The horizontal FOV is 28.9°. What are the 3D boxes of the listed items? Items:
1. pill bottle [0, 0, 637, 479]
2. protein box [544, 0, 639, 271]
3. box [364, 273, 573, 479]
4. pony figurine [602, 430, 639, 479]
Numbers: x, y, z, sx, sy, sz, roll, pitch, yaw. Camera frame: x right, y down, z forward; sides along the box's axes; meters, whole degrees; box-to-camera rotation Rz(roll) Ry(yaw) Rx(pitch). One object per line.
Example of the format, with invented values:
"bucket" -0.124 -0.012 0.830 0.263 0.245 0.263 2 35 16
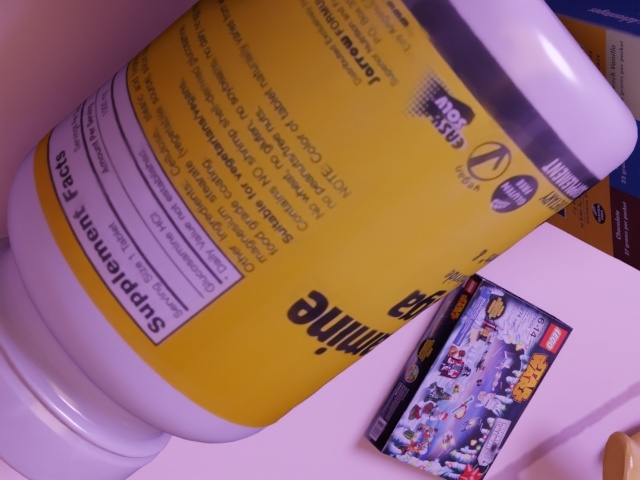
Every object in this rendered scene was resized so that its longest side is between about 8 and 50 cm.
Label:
"pill bottle" -0.029 -0.020 0.619 0.334 0.188 0.188 -38 123 15
"protein box" 0.225 -0.092 0.744 0.201 0.200 0.136 -17 115 -19
"box" 0.103 0.098 0.856 0.094 0.027 0.137 27 95 -32
"pony figurine" 0.360 0.292 0.940 0.363 0.303 0.351 4 98 -12
